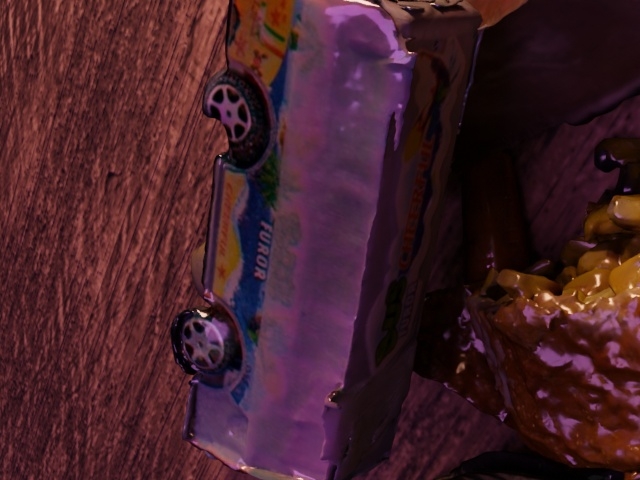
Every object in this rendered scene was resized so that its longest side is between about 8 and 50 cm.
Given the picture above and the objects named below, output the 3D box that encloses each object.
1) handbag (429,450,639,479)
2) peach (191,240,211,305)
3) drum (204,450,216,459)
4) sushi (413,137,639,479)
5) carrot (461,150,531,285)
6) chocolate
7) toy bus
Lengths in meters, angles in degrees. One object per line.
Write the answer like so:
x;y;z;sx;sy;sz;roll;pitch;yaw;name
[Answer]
0.136;0.260;0.617;0.341;0.240;0.247;-21;85;44;handbag
-0.072;0.025;0.860;0.083;0.083;0.083;12;109;40;peach
-0.043;0.109;0.873;0.253;0.049;0.130;-27;82;43;drum
0.182;0.034;0.577;0.296;0.167;0.179;-16;96;55;sushi
0.123;0.016;0.699;0.055;0.055;0.161;-1;92;43;carrot
0.089;-0.119;0.647;0.321;0.112;0.111;-27;47;45;chocolate
0.000;0.000;0.584;0.138;0.112;0.316;26;120;35;toy bus
